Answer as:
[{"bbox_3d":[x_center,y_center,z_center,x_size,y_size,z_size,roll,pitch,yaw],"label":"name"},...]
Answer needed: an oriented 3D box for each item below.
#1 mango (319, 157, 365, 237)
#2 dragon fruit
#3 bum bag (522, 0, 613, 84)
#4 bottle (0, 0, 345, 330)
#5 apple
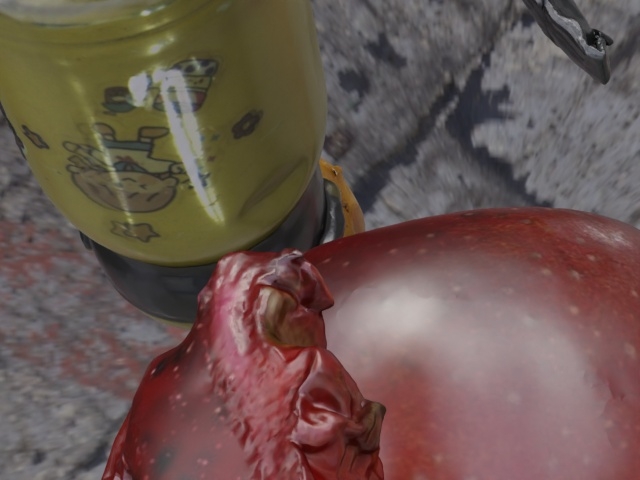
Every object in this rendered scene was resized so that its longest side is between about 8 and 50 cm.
[{"bbox_3d":[0.000,0.000,1.110,0.063,0.077,0.127,-11,104,13],"label":"mango"},{"bbox_3d":[-0.013,0.062,0.366,0.097,0.063,0.131,12,75,14],"label":"dragon fruit"},{"bbox_3d":[0.211,-0.219,1.505,0.049,0.087,0.198,-35,68,5],"label":"bum bag"},{"bbox_3d":[-0.081,-0.073,0.874,0.171,0.351,0.172,-3,57,5],"label":"bottle"},{"bbox_3d":[0.052,0.097,0.576,0.218,0.218,0.201,-20,75,5],"label":"apple"}]
